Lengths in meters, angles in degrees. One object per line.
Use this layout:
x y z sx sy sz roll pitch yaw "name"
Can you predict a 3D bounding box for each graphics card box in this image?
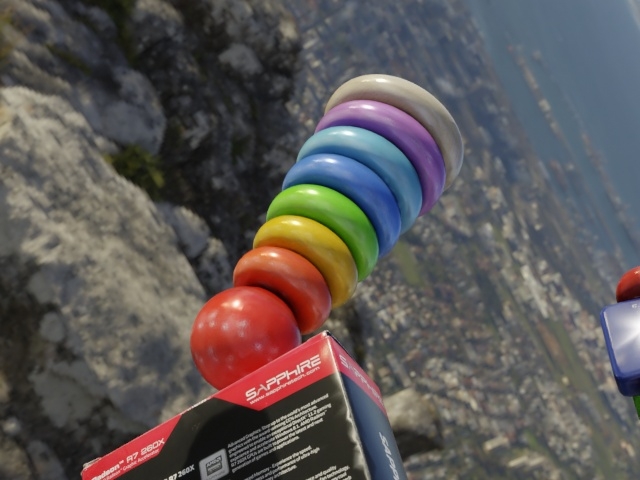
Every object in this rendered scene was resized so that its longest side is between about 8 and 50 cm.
-0.032 0.263 0.748 0.094 0.233 0.371 51 13 -40 "graphics card box"

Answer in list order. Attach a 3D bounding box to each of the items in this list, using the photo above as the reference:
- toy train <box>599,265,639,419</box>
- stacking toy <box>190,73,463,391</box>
0.311 0.072 0.698 0.105 0.248 0.143 -90 159 -48 "toy train"
0.000 0.000 0.979 0.141 0.141 0.330 52 49 -21 "stacking toy"
